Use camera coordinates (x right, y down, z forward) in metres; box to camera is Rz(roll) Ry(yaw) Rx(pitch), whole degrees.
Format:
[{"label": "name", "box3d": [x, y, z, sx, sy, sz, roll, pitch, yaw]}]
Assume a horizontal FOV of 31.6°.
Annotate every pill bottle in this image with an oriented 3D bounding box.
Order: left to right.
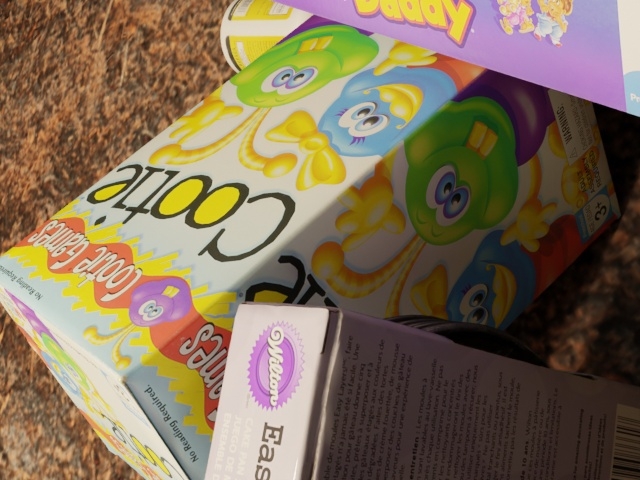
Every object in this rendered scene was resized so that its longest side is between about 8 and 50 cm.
[{"label": "pill bottle", "box3d": [-0.011, -0.142, 0.785, 0.116, 0.065, 0.065, 12, 86, 47]}]

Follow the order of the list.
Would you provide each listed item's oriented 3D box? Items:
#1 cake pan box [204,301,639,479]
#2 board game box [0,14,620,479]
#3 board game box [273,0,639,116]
[{"label": "cake pan box", "box3d": [0.051, 0.167, 0.493, 0.070, 0.246, 0.266, 2, 79, 46]}, {"label": "board game box", "box3d": [0.000, 0.000, 0.575, 0.275, 0.142, 0.144, -42, 39, -21]}, {"label": "board game box", "box3d": [0.111, -0.181, 0.561, 0.347, 0.233, 0.078, 28, 142, 46]}]
